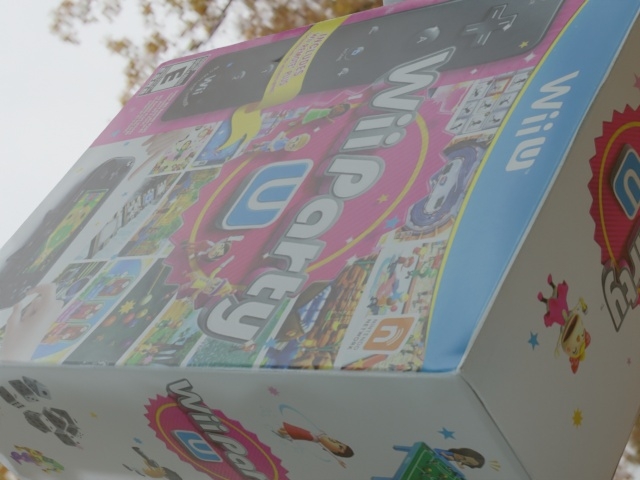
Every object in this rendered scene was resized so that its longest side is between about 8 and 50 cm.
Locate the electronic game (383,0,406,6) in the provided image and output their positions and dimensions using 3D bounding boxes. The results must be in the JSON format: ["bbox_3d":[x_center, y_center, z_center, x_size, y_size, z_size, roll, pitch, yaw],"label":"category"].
[{"bbox_3d":[0.075,-0.129,0.906,0.048,0.229,0.229,-8,-32,5],"label":"electronic game"}]

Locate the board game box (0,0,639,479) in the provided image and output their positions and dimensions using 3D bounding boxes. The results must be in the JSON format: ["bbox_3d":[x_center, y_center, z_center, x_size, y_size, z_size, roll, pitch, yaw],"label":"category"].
[{"bbox_3d":[0.000,0.000,0.527,0.097,0.303,0.224,55,-130,-30],"label":"board game box"}]
